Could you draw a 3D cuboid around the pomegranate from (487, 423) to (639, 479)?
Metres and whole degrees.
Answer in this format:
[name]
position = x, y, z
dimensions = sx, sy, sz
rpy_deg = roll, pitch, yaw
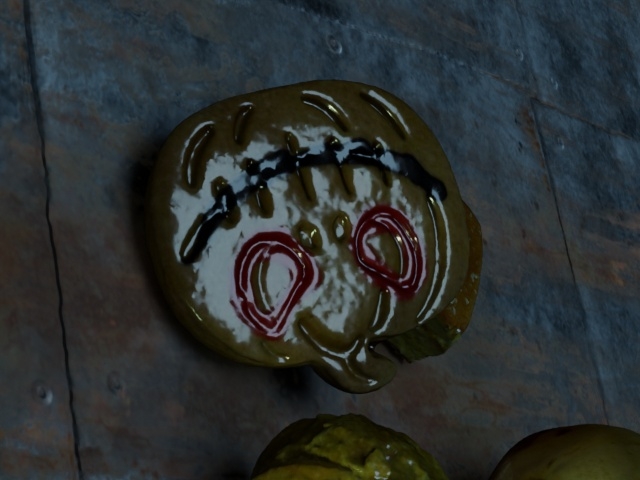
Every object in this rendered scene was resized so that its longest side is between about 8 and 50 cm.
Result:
[pomegranate]
position = 0.309, 0.348, 1.838
dimensions = 0.319, 0.319, 0.319
rpy_deg = 32, 47, -43

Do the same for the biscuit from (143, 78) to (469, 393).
[biscuit]
position = 0.001, 0.000, 1.686
dimensions = 0.367, 0.063, 0.314
rpy_deg = -14, 85, -36

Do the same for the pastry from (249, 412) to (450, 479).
[pastry]
position = 0.033, 0.271, 1.531
dimensions = 0.132, 0.235, 0.240
rpy_deg = -36, 113, -61

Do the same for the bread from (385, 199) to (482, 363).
[bread]
position = 0.078, -0.006, 1.867
dimensions = 0.234, 0.110, 0.184
rpy_deg = 42, 42, -35
